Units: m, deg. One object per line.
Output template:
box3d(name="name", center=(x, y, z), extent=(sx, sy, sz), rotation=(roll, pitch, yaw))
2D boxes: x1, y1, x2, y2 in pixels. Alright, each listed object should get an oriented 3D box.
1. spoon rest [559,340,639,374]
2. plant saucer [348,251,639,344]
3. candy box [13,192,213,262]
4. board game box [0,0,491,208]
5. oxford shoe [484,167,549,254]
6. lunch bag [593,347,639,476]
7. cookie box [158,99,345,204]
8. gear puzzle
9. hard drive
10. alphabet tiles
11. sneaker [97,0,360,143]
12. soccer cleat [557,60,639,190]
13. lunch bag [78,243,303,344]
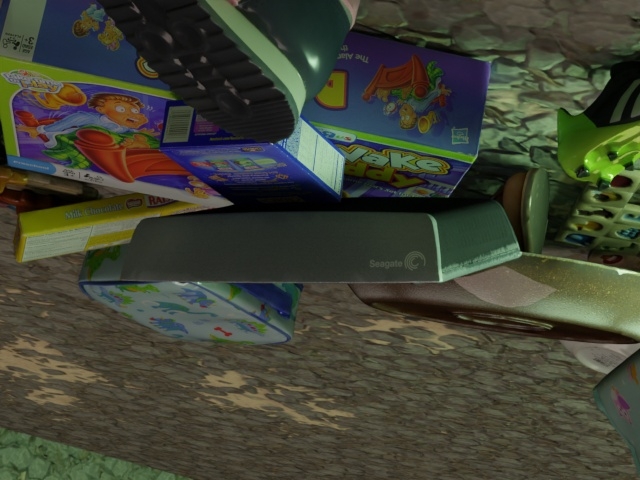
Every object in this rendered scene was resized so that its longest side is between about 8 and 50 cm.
box3d(name="spoon rest", center=(0.368, 0.124, 1.647), extent=(0.276, 0.084, 0.137), rotation=(31, 155, -17))
box3d(name="plant saucer", center=(0.158, 0.048, 1.308), extent=(0.310, 0.050, 0.310), rotation=(9, 174, 1))
box3d(name="candy box", center=(-0.181, -0.019, 1.425), extent=(0.205, 0.027, 0.105), rotation=(-11, 166, -17))
box3d(name="board game box", center=(-0.068, -0.095, 1.173), extent=(0.347, 0.078, 0.233), rotation=(12, 162, -4))
box3d(name="oxford shoe", center=(0.159, -0.012, 1.321), extent=(0.076, 0.076, 0.212), rotation=(13, 164, 8))
box3d(name="lunch bag", center=(0.409, 0.112, 1.396), extent=(0.262, 0.160, 0.223), rotation=(-26, 167, -10))
box3d(name="cookie box", center=(-0.046, -0.061, 1.065), extent=(0.091, 0.040, 0.107), rotation=(-1, 159, 27))
box3d(name="gear puzzle", center=(-0.294, -0.041, 1.410), extent=(0.175, 0.044, 0.339), rotation=(12, 174, -6))
box3d(name="hard drive", center=(0.000, 0.000, 1.114), extent=(0.254, 0.054, 0.172), rotation=(0, -174, 28))
box3d(name="alphabet tiles", center=(0.317, -0.008, 1.347), extent=(0.198, 0.009, 0.237), rotation=(9, 163, 1))
box3d(name="sneaker", center=(-0.084, -0.206, 0.824), extent=(0.112, 0.131, 0.319), rotation=(6, 142, 41))
box3d(name="soccer cleat", center=(0.235, -0.100, 1.031), extent=(0.179, 0.072, 0.060), rotation=(-27, 143, 28))
box3d(name="lunch bag", center=(-0.131, 0.045, 1.621), extent=(0.176, 0.090, 0.219), rotation=(-1, 159, 35))
